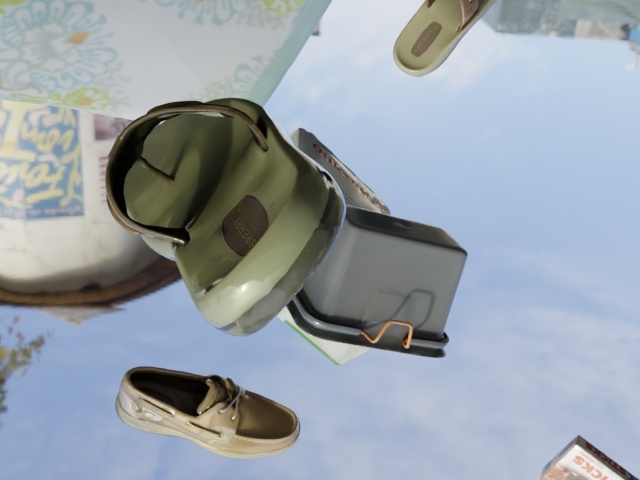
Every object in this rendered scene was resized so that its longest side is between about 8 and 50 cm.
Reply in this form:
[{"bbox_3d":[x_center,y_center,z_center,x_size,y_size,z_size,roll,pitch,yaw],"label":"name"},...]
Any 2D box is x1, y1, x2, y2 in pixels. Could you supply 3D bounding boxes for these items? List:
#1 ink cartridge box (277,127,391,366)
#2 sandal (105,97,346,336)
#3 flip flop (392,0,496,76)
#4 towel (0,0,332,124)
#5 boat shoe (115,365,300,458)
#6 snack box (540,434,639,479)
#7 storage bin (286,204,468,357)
[{"bbox_3d":[0.000,0.000,0.858,0.153,0.087,0.208,42,-155,-22],"label":"ink cartridge box"},{"bbox_3d":[-0.075,-0.040,0.494,0.086,0.120,0.303,32,180,-24],"label":"sandal"},{"bbox_3d":[0.204,-0.384,1.315,0.112,0.277,0.080,42,-165,21],"label":"flip flop"},{"bbox_3d":[-0.137,-0.251,0.727,0.321,0.374,0.090,7,-132,-34],"label":"towel"},{"bbox_3d":[-0.193,0.304,1.509,0.341,0.110,0.121,12,-133,-12],"label":"boat shoe"},{"bbox_3d":[0.321,0.279,0.874,0.178,0.064,0.022,36,-149,5],"label":"snack box"},{"bbox_3d":[0.051,0.031,0.670,0.135,0.091,0.098,12,-160,-22],"label":"storage bin"}]
